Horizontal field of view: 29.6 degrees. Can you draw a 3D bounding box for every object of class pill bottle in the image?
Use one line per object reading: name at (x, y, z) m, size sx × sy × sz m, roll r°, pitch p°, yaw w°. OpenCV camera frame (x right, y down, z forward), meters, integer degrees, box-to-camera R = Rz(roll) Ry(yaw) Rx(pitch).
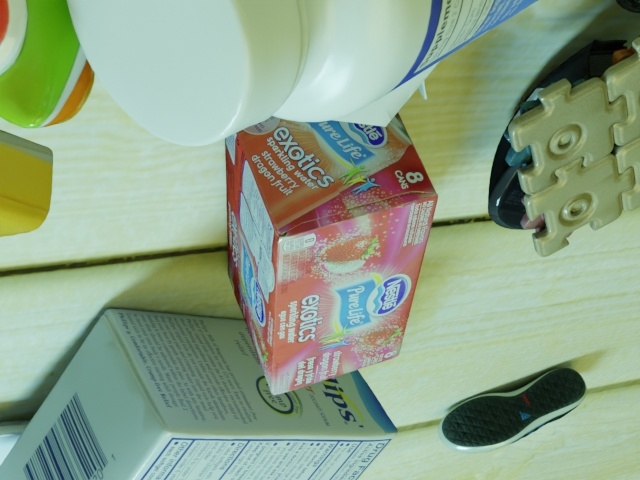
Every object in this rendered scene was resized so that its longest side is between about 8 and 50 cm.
pill bottle at (0.016, -0.148, 0.585) m, size 0.272 × 0.152 × 0.152 m, roll -35°, pitch 163°, yaw -38°

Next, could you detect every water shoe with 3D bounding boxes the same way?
water shoe at (0.251, 0.232, 1.575) m, size 0.203 × 0.073 × 0.080 m, roll -19°, pitch 153°, yaw -5°

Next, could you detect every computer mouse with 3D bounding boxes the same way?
computer mouse at (0.247, -0.117, 1.002) m, size 0.184 × 0.060 × 0.262 m, roll 4°, pitch 131°, yaw -32°

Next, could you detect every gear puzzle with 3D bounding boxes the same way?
gear puzzle at (0.294, -0.125, 0.946) m, size 0.339 × 0.044 × 0.175 m, roll -28°, pitch 138°, yaw -4°

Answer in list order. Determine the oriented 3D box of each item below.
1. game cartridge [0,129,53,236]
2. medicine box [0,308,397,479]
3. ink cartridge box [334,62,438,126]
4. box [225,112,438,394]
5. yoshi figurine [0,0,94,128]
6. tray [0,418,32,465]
game cartridge at (-0.347, -0.045, 0.594) m, size 0.285 × 0.052 × 0.324 m, roll -9°, pitch 163°, yaw 37°
medicine box at (-0.123, 0.215, 1.159) m, size 0.289 × 0.149 × 0.263 m, roll 9°, pitch 127°, yaw -44°
ink cartridge box at (0.009, -0.138, 0.761) m, size 0.143 × 0.092 × 0.090 m, roll 1°, pitch 143°, yaw -39°
box at (0.000, 0.000, 0.951) m, size 0.123 × 0.128 × 0.257 m, roll -15°, pitch 150°, yaw -13°
yoshi figurine at (-0.215, -0.170, 0.527) m, size 0.203 × 0.203 × 0.362 m, roll 11°, pitch 180°, yaw 24°
tray at (-0.302, 0.212, 1.202) m, size 0.270 × 0.030 × 0.145 m, roll 0°, pitch 143°, yaw -35°
